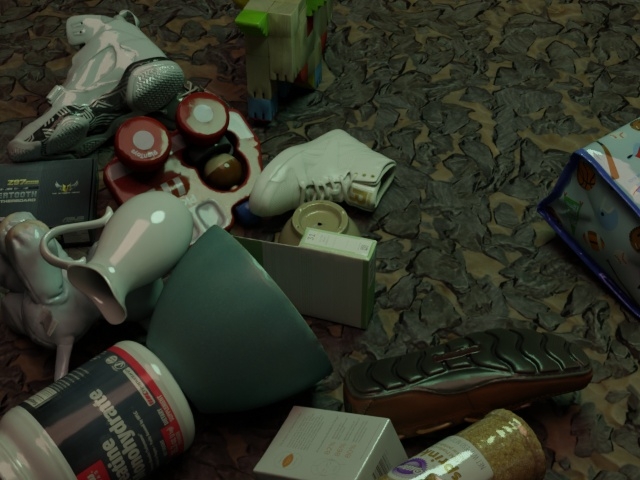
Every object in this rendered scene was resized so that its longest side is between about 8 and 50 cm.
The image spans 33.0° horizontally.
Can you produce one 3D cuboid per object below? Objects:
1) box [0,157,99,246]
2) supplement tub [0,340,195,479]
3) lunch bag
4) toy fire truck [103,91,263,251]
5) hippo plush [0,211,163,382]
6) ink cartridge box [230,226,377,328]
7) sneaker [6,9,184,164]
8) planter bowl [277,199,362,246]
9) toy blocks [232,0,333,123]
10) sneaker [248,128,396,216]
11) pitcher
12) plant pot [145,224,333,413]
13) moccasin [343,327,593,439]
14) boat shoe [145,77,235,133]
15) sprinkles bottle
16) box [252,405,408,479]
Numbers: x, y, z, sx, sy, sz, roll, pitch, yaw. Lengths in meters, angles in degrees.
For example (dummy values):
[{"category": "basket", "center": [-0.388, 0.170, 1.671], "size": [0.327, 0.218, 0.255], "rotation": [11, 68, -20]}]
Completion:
[{"category": "box", "center": [-0.528, -0.066, 1.981], "size": [0.233, 0.059, 0.183], "rotation": [-3, 45, -4]}, {"category": "supplement tub", "center": [-0.335, 0.285, 1.547], "size": [0.272, 0.191, 0.191], "rotation": [-33, 54, -27]}, {"category": "lunch bag", "center": [0.631, -0.032, 1.832], "size": [0.328, 0.239, 0.385], "rotation": [-27, 68, -24]}, {"category": "toy fire truck", "center": [-0.236, -0.108, 1.974], "size": [0.302, 0.169, 0.253], "rotation": [-27, 78, -25]}, {"category": "hippo plush", "center": [-0.375, 0.057, 1.740], "size": [0.237, 0.234, 0.294], "rotation": [-16, 28, -29]}, {"category": "ink cartridge box", "center": [-0.028, 0.053, 1.785], "size": [0.235, 0.171, 0.056], "rotation": [12, 47, 12]}, {"category": "sneaker", "center": [-0.464, -0.297, 2.087], "size": [0.366, 0.137, 0.210], "rotation": [-31, 73, -8]}, {"category": "planter bowl", "center": [0.000, 0.000, 1.880], "size": [0.162, 0.109, 0.162], "rotation": [0, 47, 0]}, {"category": "toy blocks", "center": [-0.059, -0.407, 2.188], "size": [0.191, 0.260, 0.381], "rotation": [10, 40, 13]}, {"category": "sneaker", "center": [0.018, -0.103, 1.967], "size": [0.169, 0.108, 0.292], "rotation": [29, 44, 27]}, {"category": "pitcher", "center": [-0.306, 0.002, 1.649], "size": [0.178, 0.125, 0.207], "rotation": [38, 52, 1]}, {"category": "plant pot", "center": [-0.147, 0.149, 1.642], "size": [0.195, 0.290, 0.290], "rotation": [-39, 56, -11]}, {"category": "moccasin", "center": [0.226, 0.234, 1.644], "size": [0.380, 0.146, 0.139], "rotation": [-14, 33, -8]}, {"category": "boat shoe", "center": [-0.330, -0.293, 2.175], "size": [0.335, 0.095, 0.112], "rotation": [13, 47, 13]}, {"category": "sprinkles bottle", "center": [0.132, 0.347, 1.427], "size": [0.355, 0.121, 0.121], "rotation": [-23, 50, -28]}, {"category": "box", "center": [0.016, 0.320, 1.542], "size": [0.171, 0.091, 0.130], "rotation": [2, 41, 36]}]
